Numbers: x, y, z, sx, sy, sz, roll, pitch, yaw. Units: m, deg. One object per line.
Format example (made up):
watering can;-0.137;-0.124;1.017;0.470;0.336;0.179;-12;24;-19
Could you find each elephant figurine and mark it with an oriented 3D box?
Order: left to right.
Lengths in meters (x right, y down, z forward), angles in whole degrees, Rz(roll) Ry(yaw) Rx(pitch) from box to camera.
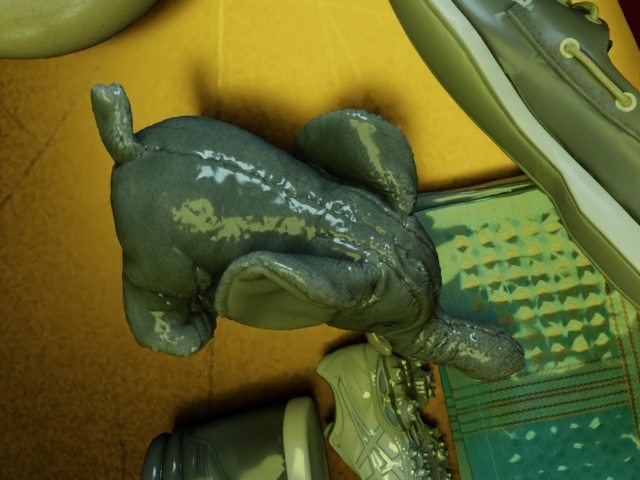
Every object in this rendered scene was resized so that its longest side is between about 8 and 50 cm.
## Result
elephant figurine;0.000;0.000;0.595;0.239;0.186;0.170;7;95;25

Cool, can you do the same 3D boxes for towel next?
towel;0.263;0.064;0.668;0.370;0.040;0.272;-11;103;8

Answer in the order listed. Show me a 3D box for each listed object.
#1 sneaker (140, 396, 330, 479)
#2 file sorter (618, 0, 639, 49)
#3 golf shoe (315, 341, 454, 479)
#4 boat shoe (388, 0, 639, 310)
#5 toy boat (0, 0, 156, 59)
sneaker;-0.063;0.266;0.726;0.146;0.104;0.296;-4;98;9
file sorter;0.251;-0.214;0.514;0.182;0.202;0.291;-26;100;9
golf shoe;0.047;0.156;0.711;0.086;0.069;0.176;-6;102;28
boat shoe;0.149;-0.091;0.593;0.091;0.109;0.305;-38;81;0
toy boat;-0.200;-0.274;0.588;0.267;0.148;0.318;7;113;9
